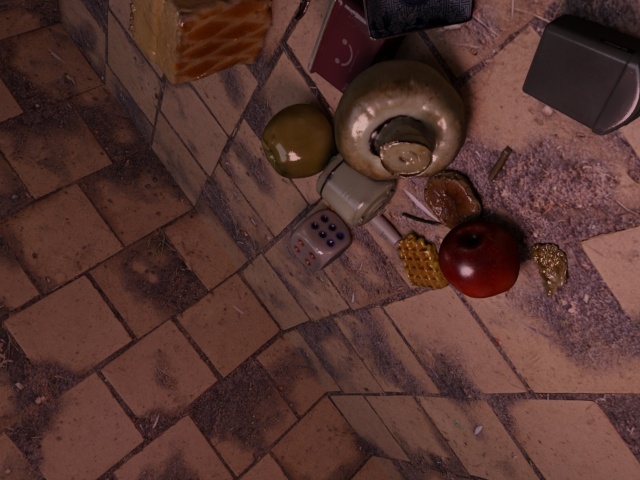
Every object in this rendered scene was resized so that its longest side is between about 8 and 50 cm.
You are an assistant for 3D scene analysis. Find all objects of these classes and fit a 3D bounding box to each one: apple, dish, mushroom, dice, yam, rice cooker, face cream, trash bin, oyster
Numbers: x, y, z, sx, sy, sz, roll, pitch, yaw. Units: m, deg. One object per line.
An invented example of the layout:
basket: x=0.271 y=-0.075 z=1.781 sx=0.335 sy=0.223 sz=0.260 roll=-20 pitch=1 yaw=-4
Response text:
apple: x=0.449 y=0.054 z=1.401 sx=0.218 sy=0.218 sz=0.201 roll=16 pitch=138 yaw=49
dish: x=0.215 y=-0.574 z=1.121 sx=0.080 sy=0.244 sz=0.181 roll=-91 pitch=-10 yaw=-57
apple: x=-0.072 y=-0.337 z=1.729 sx=0.262 sy=0.262 sz=0.262 roll=37 pitch=147 yaw=29
mushroom: x=0.204 y=-0.292 z=1.288 sx=0.353 sy=0.260 sz=0.352 roll=3 pitch=140 yaw=2
dice: x=0.000 y=0.000 z=2.036 sx=0.193 sy=0.194 sz=0.191 roll=50 pitch=153 yaw=11
yam: x=0.470 y=-0.197 z=1.301 sx=0.021 sy=0.021 sz=0.116 roll=42 pitch=148 yaw=21
rice cooker: x=0.114 y=-0.183 z=1.637 sx=0.244 sy=0.226 sz=0.226 roll=43 pitch=150 yaw=15
face cream: x=0.216 y=-0.056 z=1.799 sx=0.182 sy=0.051 sz=0.072 roll=46 pitch=154 yaw=15
trash bin: x=0.543 y=-0.325 z=0.979 sx=0.236 sy=0.101 sz=0.176 roll=41 pitch=151 yaw=28
oyster: x=0.622 y=0.070 z=1.355 sx=0.121 sy=0.045 sz=0.146 roll=53 pitch=154 yaw=33

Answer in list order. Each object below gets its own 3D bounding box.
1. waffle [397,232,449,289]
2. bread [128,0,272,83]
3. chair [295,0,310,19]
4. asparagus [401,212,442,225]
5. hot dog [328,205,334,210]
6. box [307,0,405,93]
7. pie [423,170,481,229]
waffle: x=0.351 y=0.067 z=1.730 sx=0.161 sy=0.055 sz=0.210 roll=4 pitch=123 yaw=56
bread: x=-0.396 y=-0.740 z=1.635 sx=0.279 sy=0.390 sz=0.371 roll=56 pitch=151 yaw=6
chair: x=0.048 y=-0.679 z=1.157 sx=0.184 sy=0.175 sz=0.326 roll=12 pitch=138 yaw=3
asparagus: x=0.336 y=-0.068 z=1.646 sx=0.163 sy=0.016 sz=0.016 roll=22 pitch=119 yaw=46
hot dog: x=0.071 y=-0.205 z=1.832 sx=0.249 sy=0.076 sz=0.102 roll=95 pitch=171 yaw=-45
box: x=0.109 y=-0.532 z=1.315 sx=0.167 sy=0.193 sz=0.294 roll=42 pitch=150 yaw=5
pie: x=0.394 y=-0.120 z=1.471 sx=0.195 sy=0.046 sz=0.195 roll=35 pitch=145 yaw=30
